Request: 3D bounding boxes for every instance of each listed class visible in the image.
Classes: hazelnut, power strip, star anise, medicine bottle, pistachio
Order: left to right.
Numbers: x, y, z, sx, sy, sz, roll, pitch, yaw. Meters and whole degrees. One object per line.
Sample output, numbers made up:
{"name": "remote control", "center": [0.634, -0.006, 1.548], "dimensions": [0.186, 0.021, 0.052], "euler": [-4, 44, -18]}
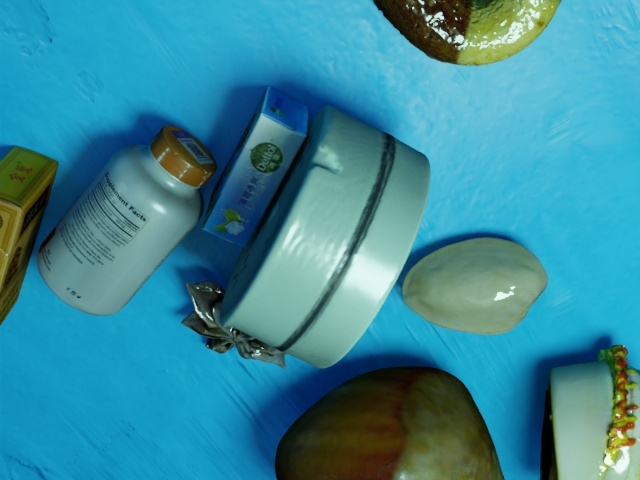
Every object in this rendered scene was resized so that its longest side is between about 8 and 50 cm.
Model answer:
{"name": "medicine bottle", "center": [-0.277, -0.034, 1.229], "dimensions": [0.157, 0.157, 0.289], "euler": [38, 110, -17]}
{"name": "star anise", "center": [-0.109, 0.135, 1.328], "dimensions": [0.231, 0.089, 0.209], "euler": [16, 153, -1]}
{"name": "power strip", "center": [0.000, 0.000, 1.155], "dimensions": [0.161, 0.357, 0.357], "euler": [26, 114, -11]}
{"name": "hazelnut", "center": [0.116, 0.366, 1.340], "dimensions": [0.366, 0.366, 0.366], "euler": [0, 116, 0]}
{"name": "pistachio", "center": [0.241, 0.075, 1.301], "dimensions": [0.223, 0.126, 0.152], "euler": [-11, 82, 11]}

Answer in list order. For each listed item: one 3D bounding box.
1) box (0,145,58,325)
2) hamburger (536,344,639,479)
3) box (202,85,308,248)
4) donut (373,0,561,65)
{"name": "box", "center": [-0.483, 0.017, 1.246], "dimensions": [0.076, 0.174, 0.274], "euler": [21, 115, -11]}
{"name": "hamburger", "center": [0.449, 0.327, 1.340], "dimensions": [0.179, 0.276, 0.294], "euler": [4, 122, 11]}
{"name": "box", "center": [-0.092, -0.107, 1.201], "dimensions": [0.073, 0.139, 0.194], "euler": [26, 113, -12]}
{"name": "donut", "center": [0.178, -0.304, 1.117], "dimensions": [0.295, 0.112, 0.151], "euler": [14, 113, -5]}
